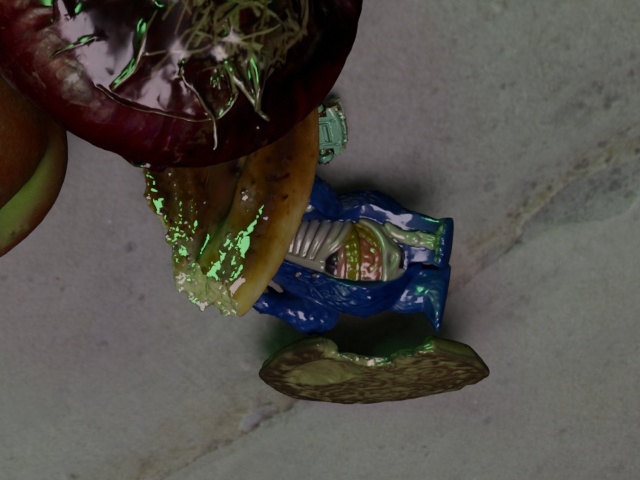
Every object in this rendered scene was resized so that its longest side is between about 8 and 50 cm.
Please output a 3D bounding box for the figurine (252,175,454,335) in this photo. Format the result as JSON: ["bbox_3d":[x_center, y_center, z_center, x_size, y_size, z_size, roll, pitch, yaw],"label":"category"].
[{"bbox_3d":[0.005,0.008,1.061,0.262,0.120,0.164,18,117,-2],"label":"figurine"}]

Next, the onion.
[{"bbox_3d":[-0.121,-0.209,0.831,0.314,0.232,0.313,-2,93,-31],"label":"onion"}]

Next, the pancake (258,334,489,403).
[{"bbox_3d":[0.054,0.138,1.129,0.235,0.029,0.212,2,157,-5],"label":"pancake"}]

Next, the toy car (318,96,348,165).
[{"bbox_3d":[-0.036,-0.099,1.026,0.122,0.035,0.059,-5,124,13],"label":"toy car"}]

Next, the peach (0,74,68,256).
[{"bbox_3d":[-0.331,-0.082,0.862,0.252,0.252,0.252,-5,122,-7],"label":"peach"}]

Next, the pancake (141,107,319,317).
[{"bbox_3d":[-0.118,-0.090,0.948,0.245,0.057,0.266,23,83,-1],"label":"pancake"}]
